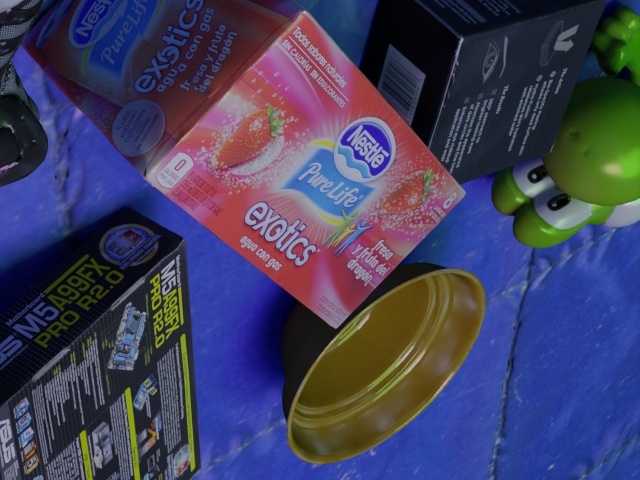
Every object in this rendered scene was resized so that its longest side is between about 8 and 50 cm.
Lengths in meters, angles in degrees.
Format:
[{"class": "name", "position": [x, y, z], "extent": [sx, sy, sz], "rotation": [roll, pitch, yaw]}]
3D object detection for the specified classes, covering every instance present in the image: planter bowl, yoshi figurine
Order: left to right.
[{"class": "planter bowl", "position": [0.033, 0.083, 1.547], "extent": [0.217, 0.090, 0.217], "rotation": [-30, 146, -22]}, {"class": "yoshi figurine", "position": [0.320, -0.115, 1.578], "extent": [0.362, 0.203, 0.203], "rotation": [-31, 131, -17]}]

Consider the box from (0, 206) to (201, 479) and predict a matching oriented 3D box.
[{"class": "box", "position": [-0.181, 0.141, 1.323], "extent": [0.216, 0.060, 0.270], "rotation": [-45, 150, -35]}]

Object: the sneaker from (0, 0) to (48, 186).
[{"class": "sneaker", "position": [-0.194, -0.124, 1.031], "extent": [0.268, 0.101, 0.153], "rotation": [-43, 150, 8]}]

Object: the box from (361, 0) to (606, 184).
[{"class": "box", "position": [0.118, -0.133, 1.389], "extent": [0.158, 0.093, 0.156], "rotation": [-19, 140, -35]}]

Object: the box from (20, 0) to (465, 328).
[{"class": "box", "position": [-0.043, -0.079, 1.209], "extent": [0.142, 0.154, 0.300], "rotation": [-46, 148, 1]}]
